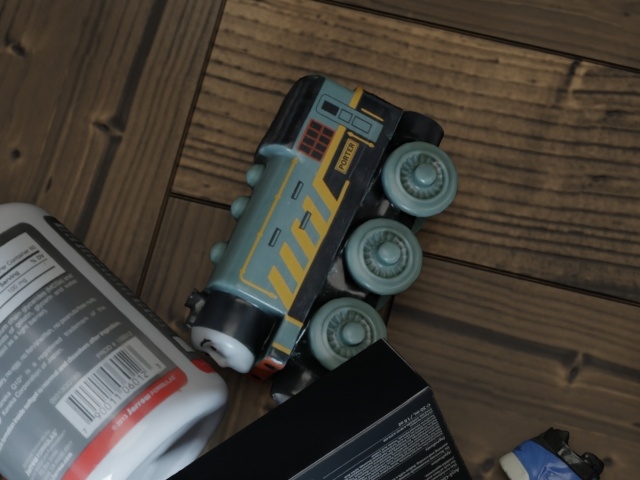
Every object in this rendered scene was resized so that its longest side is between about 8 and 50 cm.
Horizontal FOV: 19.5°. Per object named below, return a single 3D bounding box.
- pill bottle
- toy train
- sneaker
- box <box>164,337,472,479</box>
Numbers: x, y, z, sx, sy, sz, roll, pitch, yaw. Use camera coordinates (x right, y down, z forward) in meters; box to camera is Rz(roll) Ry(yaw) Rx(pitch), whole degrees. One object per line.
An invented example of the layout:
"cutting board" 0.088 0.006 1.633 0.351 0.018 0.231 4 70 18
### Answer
"pill bottle" -0.279 0.096 1.769 0.363 0.210 0.210 43 78 13
"toy train" 0.000 0.000 1.815 0.190 0.142 0.334 27 72 -6
"sneaker" 0.247 0.250 1.790 0.084 0.058 0.152 -34 68 -1
"box" 0.001 0.242 1.723 0.261 0.184 0.103 -32 36 -9
